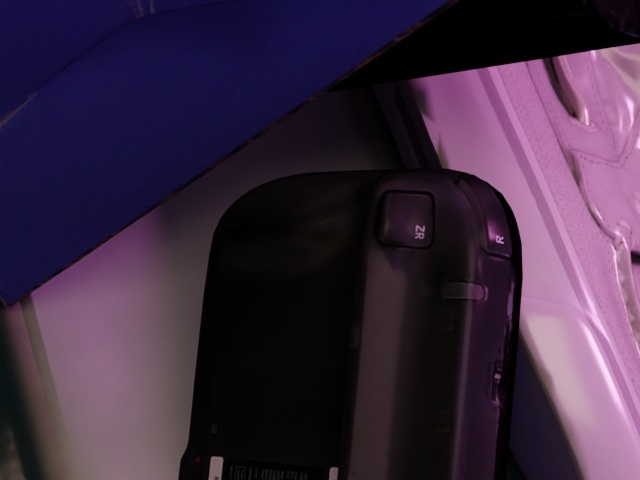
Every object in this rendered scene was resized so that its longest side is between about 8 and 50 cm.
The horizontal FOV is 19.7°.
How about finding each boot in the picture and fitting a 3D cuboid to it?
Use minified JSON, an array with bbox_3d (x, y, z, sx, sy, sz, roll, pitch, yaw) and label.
[{"bbox_3d":[0.094,-0.024,0.561,0.123,0.095,0.258,-17,69,-6],"label":"boot"}]

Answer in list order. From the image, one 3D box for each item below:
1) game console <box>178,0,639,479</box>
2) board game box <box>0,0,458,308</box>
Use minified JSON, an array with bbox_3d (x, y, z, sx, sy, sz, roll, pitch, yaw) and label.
[{"bbox_3d":[0.000,0.000,0.519,0.044,0.213,0.361,13,80,-41],"label":"game console"},{"bbox_3d":[-0.100,-0.161,0.518,0.141,0.232,0.291,11,58,-44],"label":"board game box"}]
